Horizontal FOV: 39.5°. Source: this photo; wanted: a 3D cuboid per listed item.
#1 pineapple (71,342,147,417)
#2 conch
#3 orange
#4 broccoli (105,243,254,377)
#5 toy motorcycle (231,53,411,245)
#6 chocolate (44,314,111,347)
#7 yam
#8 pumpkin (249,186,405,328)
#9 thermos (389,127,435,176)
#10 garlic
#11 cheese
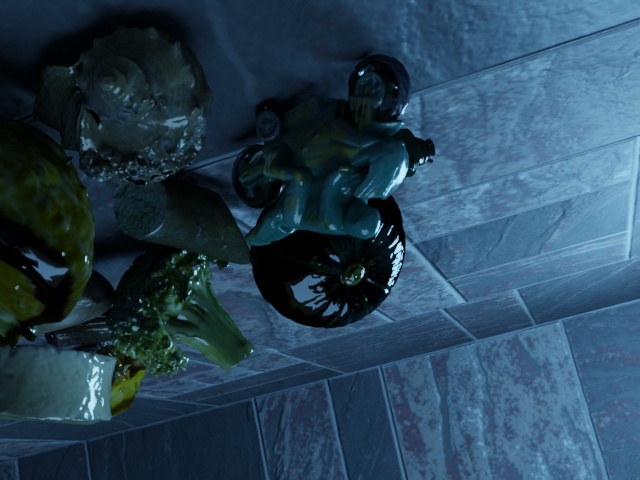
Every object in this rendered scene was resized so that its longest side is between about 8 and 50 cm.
[{"bbox_3d":[-0.501,0.331,2.095,0.114,0.186,0.236,-22,-168,-39],"label":"pineapple"},{"bbox_3d":[-0.196,-0.139,0.934,0.178,0.163,0.245,19,-176,7],"label":"conch"},{"bbox_3d":[-0.389,-0.027,0.954,0.271,0.210,0.368,36,141,-30],"label":"orange"},{"bbox_3d":[-0.215,0.116,1.452,0.247,0.243,0.263,-51,-173,-2],"label":"broccoli"},{"bbox_3d":[0.008,-0.085,1.087,0.296,0.198,0.109,-24,164,38],"label":"toy motorcycle"},{"bbox_3d":[-0.416,0.179,1.862,0.329,0.065,0.102,-5,163,-16],"label":"chocolate"},{"bbox_3d":[-0.180,-0.028,1.292,0.106,0.106,0.259,-21,161,27],"label":"yam"},{"bbox_3d":[0.000,0.000,1.372,0.248,0.248,0.248,-11,163,-3],"label":"pumpkin"},{"bbox_3d":[0.071,-0.119,1.228,0.187,0.073,0.083,-7,170,-20],"label":"thermos"},{"bbox_3d":[-0.452,0.106,1.521,0.318,0.112,0.143,-28,-178,44],"label":"garlic"},{"bbox_3d":[-0.593,0.302,1.867,0.292,0.153,0.332,10,169,-29],"label":"cheese"}]
